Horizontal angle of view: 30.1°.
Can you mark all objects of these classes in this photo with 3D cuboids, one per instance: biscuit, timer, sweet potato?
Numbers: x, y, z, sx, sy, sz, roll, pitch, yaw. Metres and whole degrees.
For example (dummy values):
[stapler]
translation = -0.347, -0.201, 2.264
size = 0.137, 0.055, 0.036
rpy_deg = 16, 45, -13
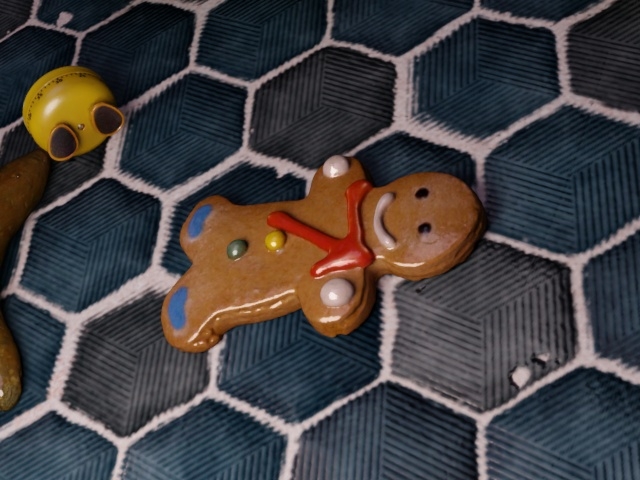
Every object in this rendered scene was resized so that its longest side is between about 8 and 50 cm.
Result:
[biscuit]
translation = -0.001, -0.001, 1.148
size = 0.324, 0.049, 0.205
rpy_deg = -7, 52, 19
[timer]
translation = -0.290, -0.151, 1.364
size = 0.107, 0.107, 0.109
rpy_deg = -38, 51, -4
[sweet potato]
translation = -0.361, 0.028, 1.281
size = 0.108, 0.079, 0.346
rpy_deg = -8, 55, 6
